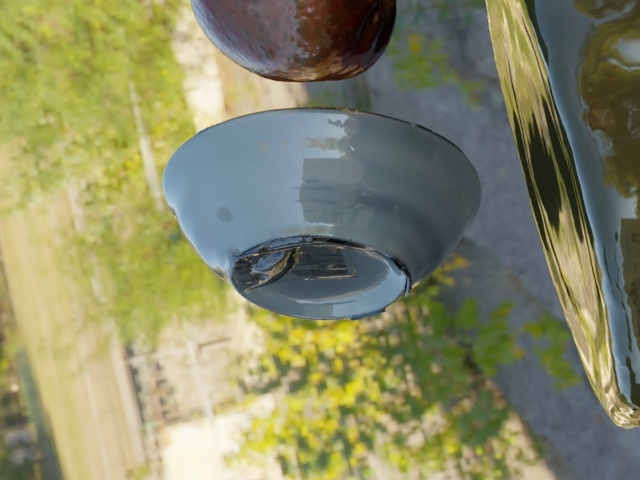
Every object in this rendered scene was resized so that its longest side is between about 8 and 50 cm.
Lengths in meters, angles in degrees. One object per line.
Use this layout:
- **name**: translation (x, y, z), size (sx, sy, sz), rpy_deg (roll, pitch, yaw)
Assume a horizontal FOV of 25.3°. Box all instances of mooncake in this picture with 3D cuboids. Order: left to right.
- **mooncake**: translation (0.248, -0.067, 0.984), size (0.378, 0.200, 0.378), rpy_deg (-16, -90, -87)

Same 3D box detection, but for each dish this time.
- **dish**: translation (0.000, 0.000, 1.351), size (0.316, 0.316, 0.106), rpy_deg (104, 170, -61)

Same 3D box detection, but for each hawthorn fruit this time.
- **hawthorn fruit**: translation (-0.036, -0.196, 1.038), size (0.194, 0.157, 0.157), rpy_deg (16, 125, 31)
